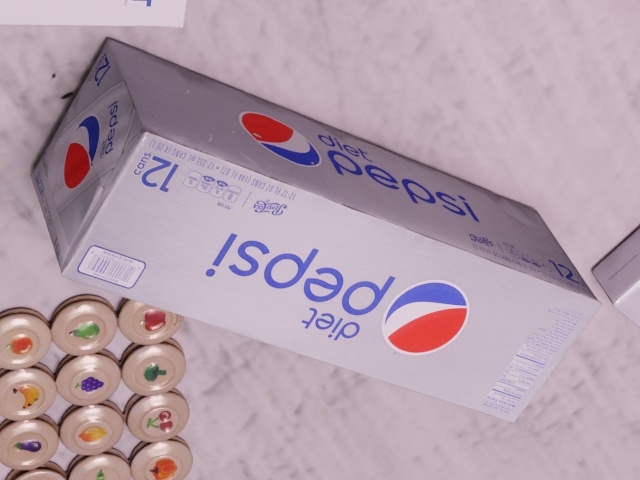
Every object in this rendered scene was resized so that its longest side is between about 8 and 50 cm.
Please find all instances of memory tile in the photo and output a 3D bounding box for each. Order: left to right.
[{"bbox_3d":[-0.128,0.092,1.090,0.113,0.012,0.148,-9,127,-12],"label":"memory tile"}]

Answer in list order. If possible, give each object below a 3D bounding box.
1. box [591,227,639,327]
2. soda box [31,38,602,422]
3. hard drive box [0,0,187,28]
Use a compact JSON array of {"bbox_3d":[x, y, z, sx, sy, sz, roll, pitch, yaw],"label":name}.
[{"bbox_3d":[0.274,0.001,1.148,0.186,0.038,0.145,-42,126,14],"label":"box"},{"bbox_3d":[0.000,0.000,1.014,0.286,0.098,0.091,20,115,-30],"label":"soda box"},{"bbox_3d":[-0.167,-0.190,0.827,0.232,0.089,0.181,-2,125,-18],"label":"hard drive box"}]
